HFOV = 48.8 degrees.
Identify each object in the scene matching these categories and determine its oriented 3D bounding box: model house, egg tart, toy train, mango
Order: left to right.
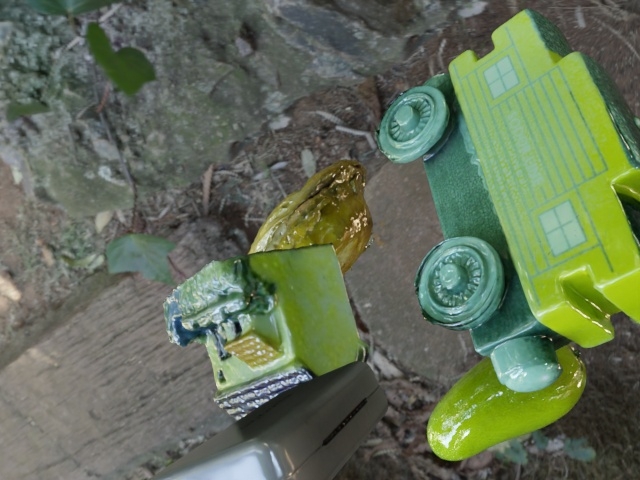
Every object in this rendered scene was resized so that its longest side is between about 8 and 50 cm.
[{"bbox_3d":[-0.064,0.137,0.805,0.194,0.170,0.211,-30,73,44],"label":"model house"},{"bbox_3d":[0.000,0.000,1.164,0.116,0.295,0.295,43,119,17],"label":"egg tart"},{"bbox_3d":[0.304,0.262,1.172,0.293,0.175,0.143,-33,54,1],"label":"mango"},{"bbox_3d":[0.234,-0.062,0.802,0.272,0.179,0.442,-32,50,29],"label":"toy train"}]

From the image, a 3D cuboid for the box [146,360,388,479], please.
[{"bbox_3d":[-0.025,0.146,0.506,0.103,0.243,0.055,-26,84,16],"label":"box"}]
